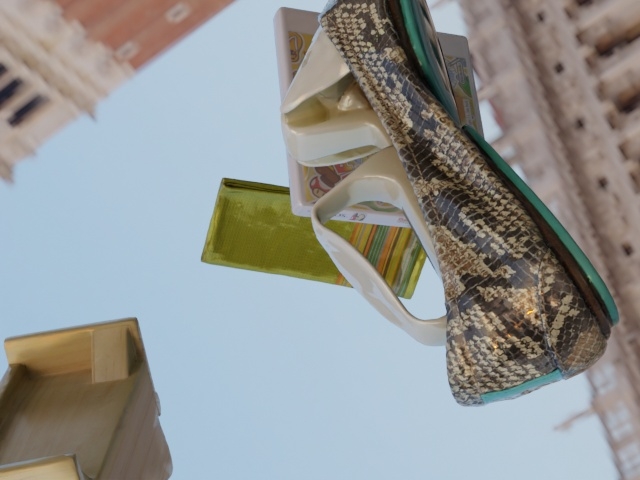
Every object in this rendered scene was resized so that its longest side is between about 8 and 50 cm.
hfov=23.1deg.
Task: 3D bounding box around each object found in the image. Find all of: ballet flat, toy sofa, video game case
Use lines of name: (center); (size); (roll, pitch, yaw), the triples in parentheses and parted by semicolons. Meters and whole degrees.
ballet flat: (0.066, -0.068, 1.275); (0.483, 0.182, 0.164); (66, -175, 37)
toy sofa: (-0.251, 0.222, 1.487); (0.362, 0.150, 0.177); (-83, -18, -71)
video game case: (0.062, -0.115, 1.504); (0.206, 0.026, 0.227); (6, -121, -21)

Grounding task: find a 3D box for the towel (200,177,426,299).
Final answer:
towel: (0.000, 0.000, 1.642); (0.237, 0.102, 0.021); (10, -157, -14)
